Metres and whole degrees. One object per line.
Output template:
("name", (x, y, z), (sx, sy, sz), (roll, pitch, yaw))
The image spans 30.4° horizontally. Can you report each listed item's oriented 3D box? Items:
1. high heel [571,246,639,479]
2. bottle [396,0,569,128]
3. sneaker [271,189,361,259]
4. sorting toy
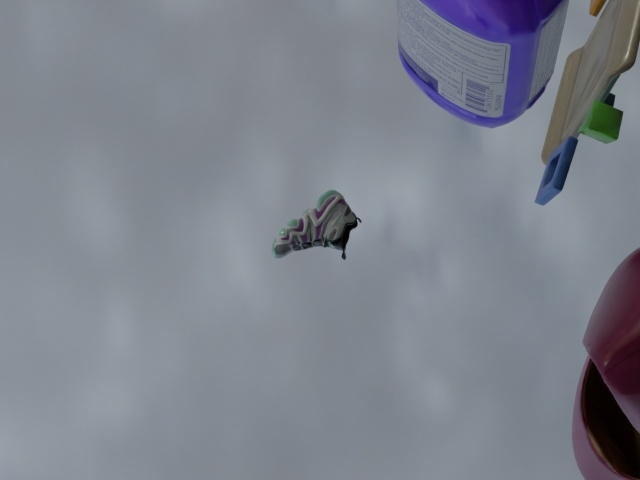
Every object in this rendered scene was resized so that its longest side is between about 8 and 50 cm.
("high heel", (0.182, 0.102, 0.733), (0.181, 0.127, 0.377), (-26, -28, -21))
("bottle", (0.105, -0.175, 0.771), (0.092, 0.118, 0.283), (-49, -17, -11))
("sneaker", (0.000, 0.000, 1.244), (0.098, 0.069, 0.038), (-43, -21, 4))
("sorting toy", (0.311, -0.191, 1.272), (0.047, 0.196, 0.348), (22, -120, -3))
